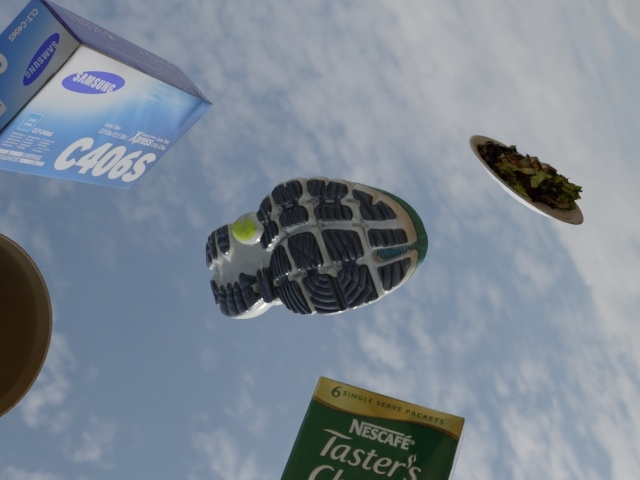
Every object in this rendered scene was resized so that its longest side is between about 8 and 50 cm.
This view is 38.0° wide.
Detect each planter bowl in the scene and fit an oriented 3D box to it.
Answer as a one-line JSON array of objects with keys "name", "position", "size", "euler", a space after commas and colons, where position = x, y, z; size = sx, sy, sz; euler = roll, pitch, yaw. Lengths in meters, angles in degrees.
[{"name": "planter bowl", "position": [-0.314, 0.066, 0.744], "size": [0.162, 0.109, 0.162], "euler": [-6, -82, -50]}]

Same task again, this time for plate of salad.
[{"name": "plate of salad", "position": [0.299, -0.095, 1.321], "size": [0.200, 0.048, 0.200], "euler": [28, -154, -16]}]

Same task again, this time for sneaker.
[{"name": "sneaker", "position": [0.000, 0.000, 0.765], "size": [0.110, 0.275, 0.107], "euler": [-15, -87, -31]}]

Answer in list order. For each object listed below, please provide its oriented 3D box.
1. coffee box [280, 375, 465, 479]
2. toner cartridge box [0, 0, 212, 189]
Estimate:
[{"name": "coffee box", "position": [0.020, 0.192, 0.627], "size": [0.040, 0.113, 0.184], "euler": [75, -146, -58]}, {"name": "toner cartridge box", "position": [-0.260, -0.149, 1.050], "size": [0.075, 0.165, 0.348], "euler": [47, -170, 11]}]
